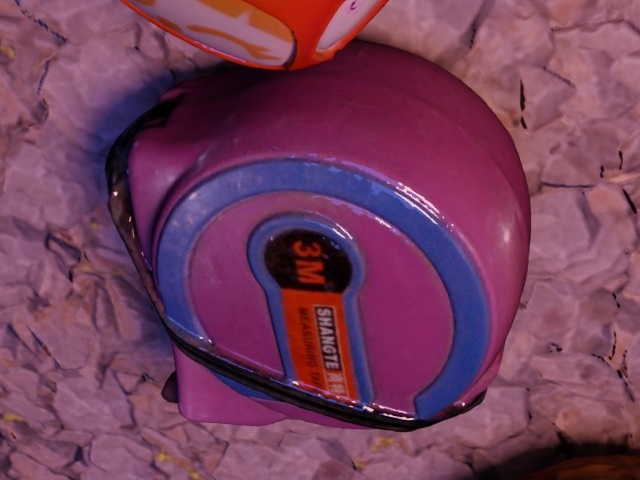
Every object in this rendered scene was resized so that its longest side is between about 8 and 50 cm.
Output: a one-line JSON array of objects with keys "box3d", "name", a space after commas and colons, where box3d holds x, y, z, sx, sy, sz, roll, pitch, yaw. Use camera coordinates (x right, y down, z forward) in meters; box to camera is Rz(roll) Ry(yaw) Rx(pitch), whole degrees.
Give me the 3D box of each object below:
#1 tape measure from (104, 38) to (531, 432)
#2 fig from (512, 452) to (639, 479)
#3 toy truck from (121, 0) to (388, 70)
[{"box3d": [0.000, 0.000, 0.751, 0.245, 0.149, 0.232, 4, 128, 16], "name": "tape measure"}, {"box3d": [0.185, 0.333, 0.815, 0.286, 0.369, 0.286, 9, 134, 9], "name": "fig"}, {"box3d": [-0.023, -0.179, 0.568, 0.189, 0.239, 0.265, 30, 124, -10], "name": "toy truck"}]
